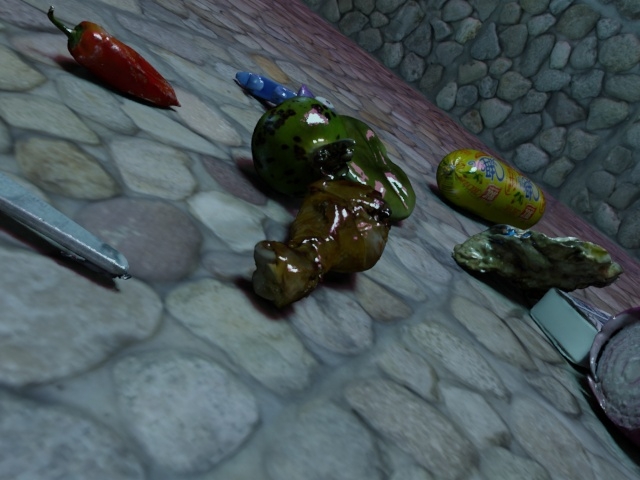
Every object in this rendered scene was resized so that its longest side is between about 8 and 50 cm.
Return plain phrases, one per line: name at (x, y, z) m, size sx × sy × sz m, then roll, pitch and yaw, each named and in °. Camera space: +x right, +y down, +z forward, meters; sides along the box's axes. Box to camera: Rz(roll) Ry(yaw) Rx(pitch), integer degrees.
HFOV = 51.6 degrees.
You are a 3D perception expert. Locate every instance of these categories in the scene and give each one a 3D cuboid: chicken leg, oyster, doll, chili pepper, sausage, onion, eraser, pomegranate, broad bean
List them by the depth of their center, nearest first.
chicken leg at (0.000, 0.003, 0.654) m, size 0.107 × 0.087 × 0.251 m, roll 19°, pitch 23°, yaw 15°
chili pepper at (-0.232, -0.201, 0.753) m, size 0.191 × 0.050 × 0.059 m, roll 33°, pitch 14°, yaw -47°
pomegranate at (-0.013, -0.105, 0.778) m, size 0.122 × 0.122 × 0.161 m, roll 21°, pitch 2°, yaw -37°
onion at (0.456, 0.190, 0.844) m, size 0.201 × 0.200 × 0.207 m, roll 27°, pitch 1°, yaw -24°
broad bean at (0.064, -0.116, 1.014) m, size 0.153 × 0.072 × 0.206 m, roll 1°, pitch 40°, yaw -38°
eraser at (0.438, 0.156, 1.026) m, size 0.210 × 0.068 × 0.124 m, roll 23°, pitch 21°, yaw -33°
oyster at (0.346, 0.040, 1.041) m, size 0.223 × 0.083 × 0.214 m, roll -1°, pitch -19°, yaw 42°
doll at (-0.052, -0.234, 1.103) m, size 0.206 × 0.067 × 0.110 m, roll 26°, pitch 11°, yaw 2°
sausage at (0.363, -0.104, 1.395) m, size 0.347 × 0.123 × 0.123 m, roll 18°, pitch 27°, yaw -42°

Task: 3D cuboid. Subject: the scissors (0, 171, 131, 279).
scissors at (-0.279, -0.072, 0.428) m, size 0.360 × 0.029 × 0.191 m, roll 35°, pitch 24°, yaw -10°
